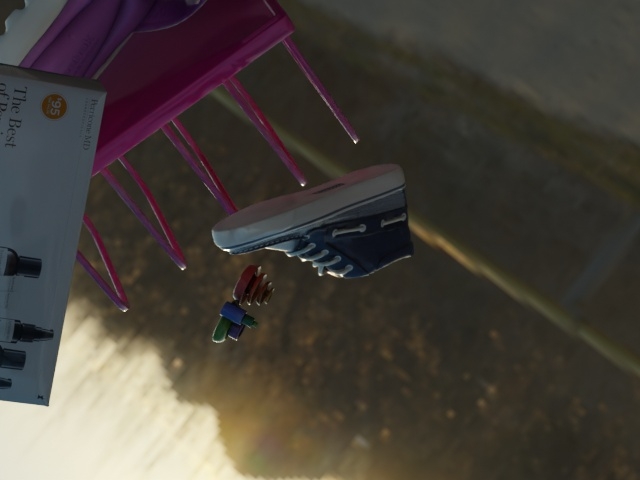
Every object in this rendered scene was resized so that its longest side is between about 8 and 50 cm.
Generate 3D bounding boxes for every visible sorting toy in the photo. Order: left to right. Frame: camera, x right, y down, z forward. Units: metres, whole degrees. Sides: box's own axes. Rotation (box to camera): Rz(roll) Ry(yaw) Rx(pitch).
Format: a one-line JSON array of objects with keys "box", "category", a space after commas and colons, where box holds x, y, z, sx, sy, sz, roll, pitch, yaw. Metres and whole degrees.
[{"box": [-0.081, 0.077, 1.967, 0.042, 0.102, 0.061, 28, -158, 7], "category": "sorting toy"}]

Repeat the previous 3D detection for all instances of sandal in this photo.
[{"box": [-0.138, -0.238, 1.550, 0.102, 0.416, 0.169, 43, -167, 21], "category": "sandal"}]

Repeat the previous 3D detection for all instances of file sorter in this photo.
[{"box": [-0.136, -0.105, 1.700, 0.182, 0.290, 0.202, 53, -178, -36], "category": "file sorter"}]

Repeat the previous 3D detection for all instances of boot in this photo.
[{"box": [0.000, 0.000, 1.555, 0.069, 0.190, 0.086, 13, 118, 61], "category": "boot"}]

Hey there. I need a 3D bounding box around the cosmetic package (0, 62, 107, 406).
[{"box": [-0.225, -0.004, 1.306, 0.099, 0.239, 0.060, 8, -168, -17], "category": "cosmetic package"}]
